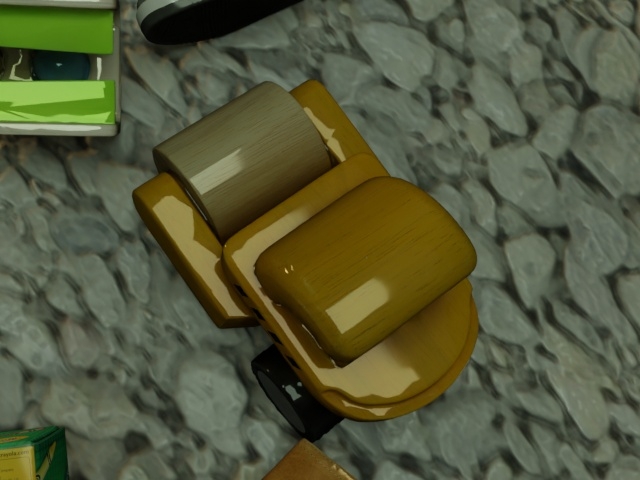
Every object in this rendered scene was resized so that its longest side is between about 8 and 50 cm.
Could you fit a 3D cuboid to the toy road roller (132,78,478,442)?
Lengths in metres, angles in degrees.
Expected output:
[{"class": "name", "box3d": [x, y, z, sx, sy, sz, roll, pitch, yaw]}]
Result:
[{"class": "toy road roller", "box3d": [0.000, 0.000, 0.789, 0.202, 0.240, 0.329, -35, 84, -16]}]

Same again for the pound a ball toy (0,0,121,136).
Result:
[{"class": "pound a ball toy", "box3d": [-0.346, -0.123, 0.839, 0.319, 0.136, 0.208, -1, 101, -10]}]

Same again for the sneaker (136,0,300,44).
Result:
[{"class": "sneaker", "box3d": [-0.081, -0.325, 0.919, 0.295, 0.124, 0.178, -29, 87, -23]}]

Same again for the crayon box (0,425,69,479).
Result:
[{"class": "crayon box", "box3d": [-0.323, 0.235, 0.656, 0.278, 0.081, 0.165, -6, 88, -1]}]

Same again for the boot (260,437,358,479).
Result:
[{"class": "boot", "box3d": [-0.077, 0.256, 0.781, 0.295, 0.104, 0.211, 35, 76, -10]}]
